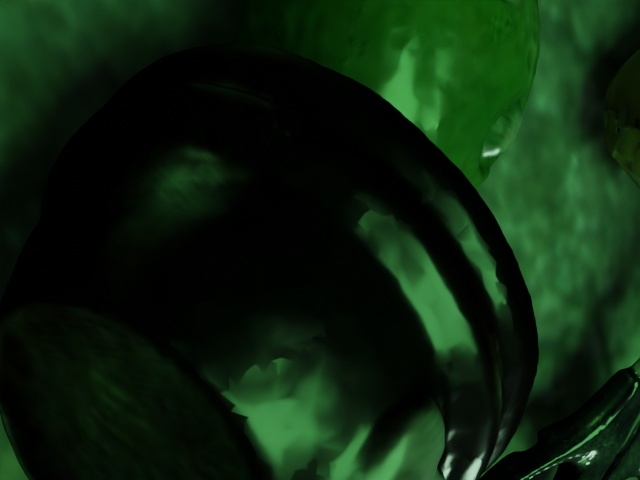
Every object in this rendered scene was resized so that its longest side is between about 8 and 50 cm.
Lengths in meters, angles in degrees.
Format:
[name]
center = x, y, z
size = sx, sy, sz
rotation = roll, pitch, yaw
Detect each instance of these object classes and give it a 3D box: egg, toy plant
[egg]
center = 0.158, -0.056, 0.703
size = 0.083, 0.071, 0.071
rotation = -43, 127, 12
[toy plant]
center = 0.000, 0.000, 0.579
size = 0.235, 0.175, 0.218
rotation = -46, 138, -45

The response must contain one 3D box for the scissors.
[scissors]
center = 0.150, 0.049, 0.726
size = 0.109, 0.022, 0.300
rotation = 15, 113, -37
